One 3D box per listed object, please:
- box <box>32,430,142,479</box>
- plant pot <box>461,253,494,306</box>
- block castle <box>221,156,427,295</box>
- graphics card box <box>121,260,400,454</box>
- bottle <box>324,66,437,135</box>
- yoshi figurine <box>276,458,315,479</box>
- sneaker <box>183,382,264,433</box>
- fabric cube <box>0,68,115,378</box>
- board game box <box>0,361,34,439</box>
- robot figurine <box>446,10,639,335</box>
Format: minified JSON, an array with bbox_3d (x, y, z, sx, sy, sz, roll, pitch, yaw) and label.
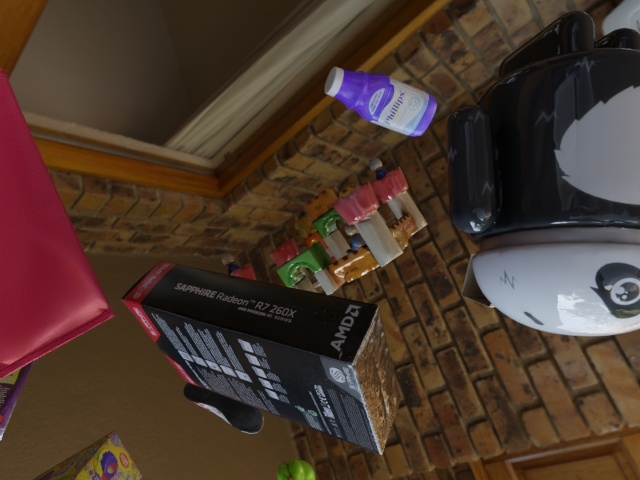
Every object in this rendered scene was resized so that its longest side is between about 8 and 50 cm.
[{"bbox_3d":[-0.697,0.730,1.164,0.176,0.279,0.290,61,172,-3],"label":"box"},{"bbox_3d":[0.418,0.098,1.006,0.096,0.109,0.109,10,-86,-18],"label":"plant pot"},{"bbox_3d":[0.000,0.000,1.006,0.212,0.453,0.303,57,-148,0],"label":"block castle"},{"bbox_3d":[-0.083,0.162,0.617,0.094,0.371,0.232,-56,-38,-39],"label":"graphics card box"},{"bbox_3d":[0.151,-0.356,1.068,0.283,0.118,0.092,14,-151,-22],"label":"bottle"},{"bbox_3d":[-0.041,0.860,1.341,0.204,0.203,0.361,-13,-98,-34],"label":"yoshi figurine"},{"bbox_3d":[-0.294,0.517,1.346,0.270,0.145,0.090,24,-107,6],"label":"sneaker"},{"bbox_3d":[-0.400,0.022,0.355,0.254,0.259,0.258,-40,-68,-63],"label":"fabric cube"},{"bbox_3d":[-0.840,0.306,0.902,0.347,0.056,0.208,19,-159,-24],"label":"board game box"},{"bbox_3d":[0.228,-0.055,0.385,0.174,0.209,0.277,27,-115,-66],"label":"robot figurine"}]
